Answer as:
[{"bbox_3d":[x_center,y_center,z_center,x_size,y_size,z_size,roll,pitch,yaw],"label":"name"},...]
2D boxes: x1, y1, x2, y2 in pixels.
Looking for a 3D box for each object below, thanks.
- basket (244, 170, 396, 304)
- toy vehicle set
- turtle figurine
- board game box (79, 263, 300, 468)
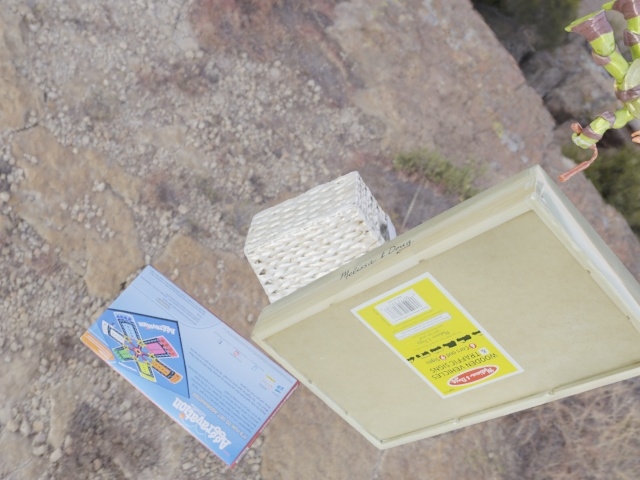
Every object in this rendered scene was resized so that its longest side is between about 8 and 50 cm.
[{"bbox_3d":[0.000,0.000,0.851,0.103,0.167,0.113,61,16,-25],"label":"basket"},{"bbox_3d":[0.093,0.069,0.516,0.166,0.267,0.035,45,39,-20],"label":"toy vehicle set"},{"bbox_3d":[0.417,-0.211,0.933,0.270,0.087,0.217,-29,101,2],"label":"turtle figurine"},{"bbox_3d":[-0.182,0.167,0.951,0.281,0.027,0.145,35,71,16],"label":"board game box"}]
